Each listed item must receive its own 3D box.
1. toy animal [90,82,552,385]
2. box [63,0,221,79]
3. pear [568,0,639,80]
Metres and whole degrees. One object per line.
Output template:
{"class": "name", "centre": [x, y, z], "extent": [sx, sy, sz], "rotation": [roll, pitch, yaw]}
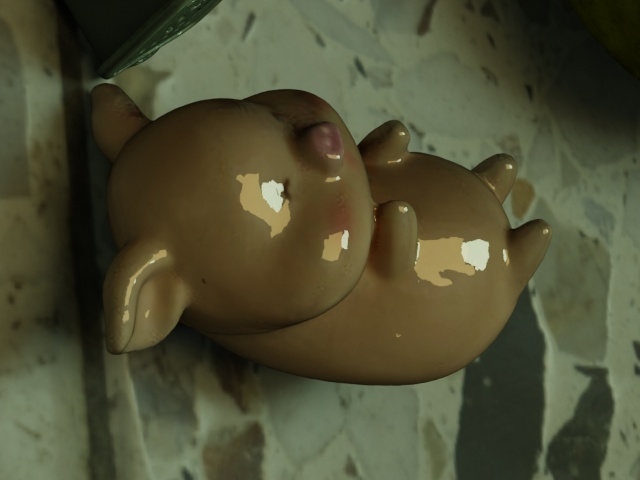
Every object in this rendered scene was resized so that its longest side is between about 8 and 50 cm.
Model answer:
{"class": "toy animal", "centre": [-0.006, -0.001, 1.081], "extent": [0.250, 0.154, 0.166], "rotation": [18, 27, -27]}
{"class": "box", "centre": [-0.091, -0.150, 1.067], "extent": [0.084, 0.122, 0.069], "rotation": [-39, 93, -38]}
{"class": "pear", "centre": [0.310, -0.253, 1.274], "extent": [0.413, 0.352, 0.352], "rotation": [46, 56, -26]}
